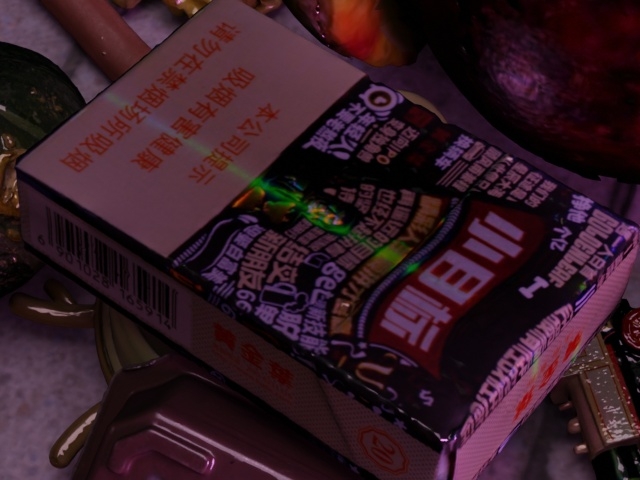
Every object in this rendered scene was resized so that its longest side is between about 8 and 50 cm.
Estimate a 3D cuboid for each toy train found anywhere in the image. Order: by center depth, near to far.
[{"bbox_3d":[0.190,0.103,1.221,0.087,0.050,0.138,-15,62,-4],"label":"toy train"}]

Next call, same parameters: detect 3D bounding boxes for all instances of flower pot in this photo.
[{"bbox_3d":[-0.040,0.178,1.099,0.251,0.084,0.179,25,98,12],"label":"flower pot"}]

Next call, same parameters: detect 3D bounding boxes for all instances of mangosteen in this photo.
[{"bbox_3d":[0.189,-0.230,1.226,0.421,0.381,0.381,19,60,3],"label":"mangosteen"}]

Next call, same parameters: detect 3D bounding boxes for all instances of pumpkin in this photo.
[{"bbox_3d":[-0.231,-0.042,1.237,0.190,0.146,0.190,-18,55,27],"label":"pumpkin"}]

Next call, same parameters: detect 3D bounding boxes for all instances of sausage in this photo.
[{"bbox_3d":[-0.152,-0.144,1.366,0.043,0.043,0.186,-33,64,-19],"label":"sausage"}]

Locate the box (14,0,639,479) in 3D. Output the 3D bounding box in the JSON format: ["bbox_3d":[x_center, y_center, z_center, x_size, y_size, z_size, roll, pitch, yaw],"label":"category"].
[{"bbox_3d":[0.000,0.000,1.129,0.310,0.084,0.198,31,54,21],"label":"box"}]

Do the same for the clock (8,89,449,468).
[{"bbox_3d":[-0.035,0.043,1.226,0.308,0.096,0.235,-16,61,-9],"label":"clock"}]

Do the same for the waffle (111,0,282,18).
[{"bbox_3d":[-0.035,-0.276,1.436,0.283,0.065,0.309,4,60,2],"label":"waffle"}]
